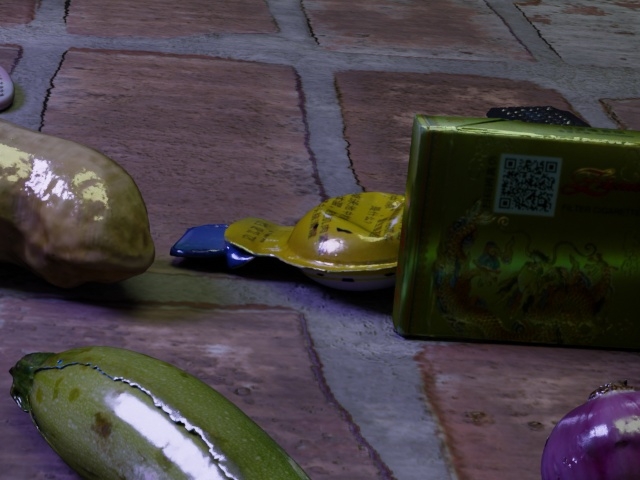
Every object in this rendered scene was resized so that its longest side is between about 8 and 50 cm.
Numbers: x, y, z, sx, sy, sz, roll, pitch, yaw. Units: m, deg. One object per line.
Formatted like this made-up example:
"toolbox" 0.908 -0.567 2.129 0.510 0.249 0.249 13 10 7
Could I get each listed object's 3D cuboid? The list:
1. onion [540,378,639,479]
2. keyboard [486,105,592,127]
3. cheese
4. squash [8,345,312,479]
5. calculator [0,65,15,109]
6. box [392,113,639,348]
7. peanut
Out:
"onion" 0.194 0.139 0.949 0.115 0.115 0.104 -13 72 -38
"keyboard" 0.273 -0.106 1.692 0.106 0.016 0.262 -1 22 -17
"cheese" 0.000 0.000 1.292 0.250 0.064 0.156 1 18 15
"squash" -0.095 0.121 0.919 0.094 0.095 0.341 -11 26 -36
"calculator" -0.393 -0.173 1.698 0.103 0.024 0.166 -4 25 -22
"box" 0.218 -0.002 1.194 0.311 0.173 0.043 3 20 -5
"peanut" -0.243 -0.029 1.235 0.253 0.122 0.137 15 23 13
